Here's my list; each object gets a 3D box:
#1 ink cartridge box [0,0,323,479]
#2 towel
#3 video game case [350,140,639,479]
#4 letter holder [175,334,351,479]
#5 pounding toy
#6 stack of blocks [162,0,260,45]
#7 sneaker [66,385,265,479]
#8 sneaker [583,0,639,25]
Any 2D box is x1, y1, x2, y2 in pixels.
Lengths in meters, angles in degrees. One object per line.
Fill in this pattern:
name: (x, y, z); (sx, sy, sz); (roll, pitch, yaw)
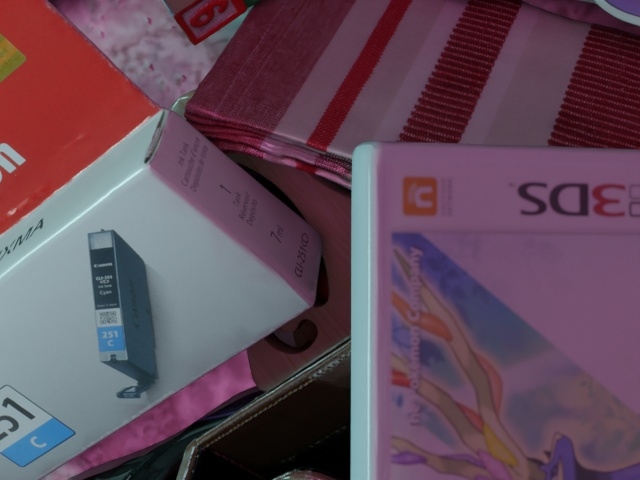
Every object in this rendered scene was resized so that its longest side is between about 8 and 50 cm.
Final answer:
ink cartridge box: (-0.192, 0.011, 0.904); (0.296, 0.066, 0.261); (-34, 118, 30)
towel: (0.103, -0.087, 0.936); (0.329, 0.237, 0.037); (18, 132, 9)
video game case: (0.160, 0.116, 0.775); (0.299, 0.036, 0.329); (1, 89, -18)
letter holder: (0.082, 0.208, 0.833); (0.301, 0.214, 0.152); (31, 48, -20)
pounding toy: (0.000, 0.000, 1.009); (0.269, 0.155, 0.154); (38, 119, 12)
stack of blocks: (-0.139, -0.288, 0.926); (0.087, 0.171, 0.297); (-34, 65, 1)
sneaker: (-0.124, 0.189, 0.981); (0.283, 0.124, 0.107); (-36, 87, 2)
sneaker: (0.163, -0.210, 0.995); (0.305, 0.152, 0.114); (24, 113, 24)
